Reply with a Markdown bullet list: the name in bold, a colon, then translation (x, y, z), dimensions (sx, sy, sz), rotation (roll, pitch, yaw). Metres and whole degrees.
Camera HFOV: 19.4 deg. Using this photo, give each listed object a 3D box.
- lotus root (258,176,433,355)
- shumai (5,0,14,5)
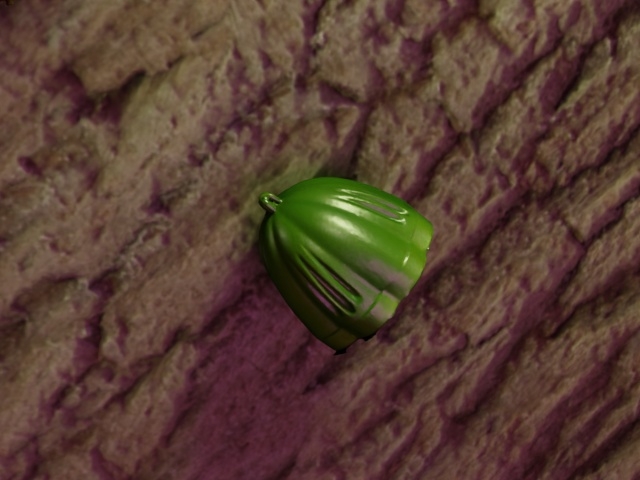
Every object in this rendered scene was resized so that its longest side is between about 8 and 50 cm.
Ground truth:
- **lotus root**: translation (0.000, 0.000, 1.980), dimensions (0.186, 0.186, 0.186), rotation (-16, 126, -24)
- **shumai**: translation (-0.347, -0.222, 1.612), dimensions (0.161, 0.153, 0.209), rotation (-25, 126, -27)
